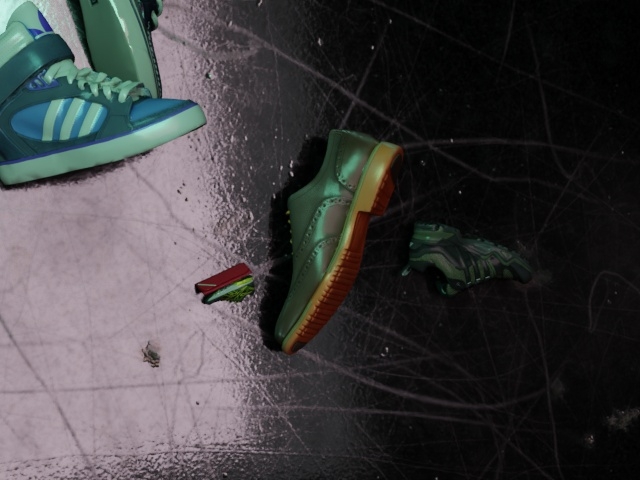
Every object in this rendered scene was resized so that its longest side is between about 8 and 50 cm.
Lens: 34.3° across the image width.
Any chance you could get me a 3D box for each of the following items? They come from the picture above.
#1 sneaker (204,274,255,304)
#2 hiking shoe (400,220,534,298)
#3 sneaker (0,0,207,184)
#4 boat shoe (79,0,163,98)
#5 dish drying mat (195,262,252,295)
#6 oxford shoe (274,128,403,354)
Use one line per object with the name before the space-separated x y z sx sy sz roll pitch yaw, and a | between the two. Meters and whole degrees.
sneaker | -0.136 0.084 1.593 0.083 0.031 0.035 -25 106 -14
hiking shoe | 0.242 0.046 1.722 0.226 0.086 0.114 19 95 -14
sneaker | -0.336 -0.221 1.418 0.322 0.130 0.236 -13 101 15
boat shoe | -0.263 -0.353 1.516 0.158 0.127 0.341 -27 109 -36
dish drying mat | -0.148 0.058 1.590 0.083 0.032 0.008 -26 128 -19
oxford shoe | 0.000 0.000 1.622 0.132 0.130 0.364 24 86 15
